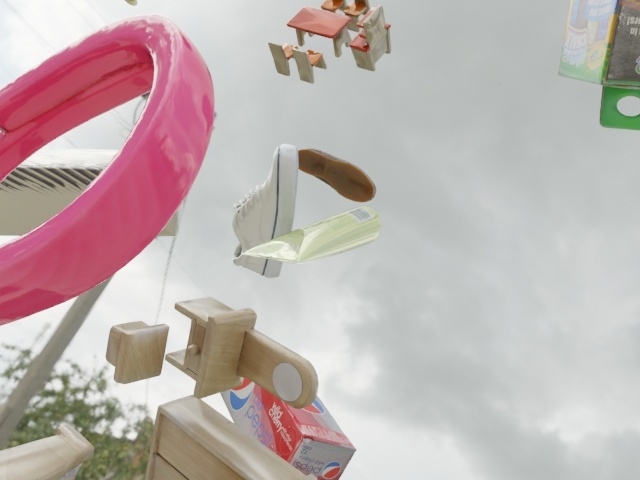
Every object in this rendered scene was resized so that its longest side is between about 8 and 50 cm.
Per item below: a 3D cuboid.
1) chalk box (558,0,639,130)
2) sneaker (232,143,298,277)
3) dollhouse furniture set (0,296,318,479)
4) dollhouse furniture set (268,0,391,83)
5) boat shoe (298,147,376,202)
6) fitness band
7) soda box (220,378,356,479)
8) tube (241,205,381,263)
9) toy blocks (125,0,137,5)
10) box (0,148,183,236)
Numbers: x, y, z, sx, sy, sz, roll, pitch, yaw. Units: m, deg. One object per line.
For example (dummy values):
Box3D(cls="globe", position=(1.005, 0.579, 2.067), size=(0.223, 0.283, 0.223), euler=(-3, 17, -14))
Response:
Box3D(cls="chalk box", position=(0.353, -0.229, 0.729), size=(0.132, 0.132, 0.213), euler=(4, -71, -3))
Box3D(cls="sneaker", position=(-0.088, -0.037, 1.015), size=(0.091, 0.094, 0.258), euler=(9, -48, -6))
Box3D(cls="dollhouse furniture set", position=(-0.182, 0.223, 0.497), size=(0.173, 0.355, 0.303), euler=(23, -73, 35))
Box3D(cls="dollhouse furniture set", position=(0.037, -0.507, 1.587), size=(0.259, 0.262, 0.135), euler=(25, -25, 31))
Box3D(cls="boat shoe", position=(0.040, -0.151, 1.495), size=(0.207, 0.073, 0.073), euler=(33, -75, 17))
Box3D(cls="fitness band", position=(-0.190, -0.044, 0.449), size=(0.290, 0.209, 0.054), euler=(-19, -43, 27))
Box3D(cls="soda box", position=(-0.058, 0.230, 0.895), size=(0.083, 0.092, 0.263), euler=(25, 8, -30))
Box3D(cls="tube", position=(0.000, 0.000, 0.959), size=(0.070, 0.240, 0.062), euler=(-44, -105, 35))
Box3D(cls="toy blocks", position=(-0.460, -0.677, 1.658), size=(0.148, 0.054, 0.123), euler=(-35, -67, 28))
Box3D(cls="box", position=(-0.321, -0.064, 0.870), size=(0.275, 0.113, 0.094), euler=(-1, -69, -8))
